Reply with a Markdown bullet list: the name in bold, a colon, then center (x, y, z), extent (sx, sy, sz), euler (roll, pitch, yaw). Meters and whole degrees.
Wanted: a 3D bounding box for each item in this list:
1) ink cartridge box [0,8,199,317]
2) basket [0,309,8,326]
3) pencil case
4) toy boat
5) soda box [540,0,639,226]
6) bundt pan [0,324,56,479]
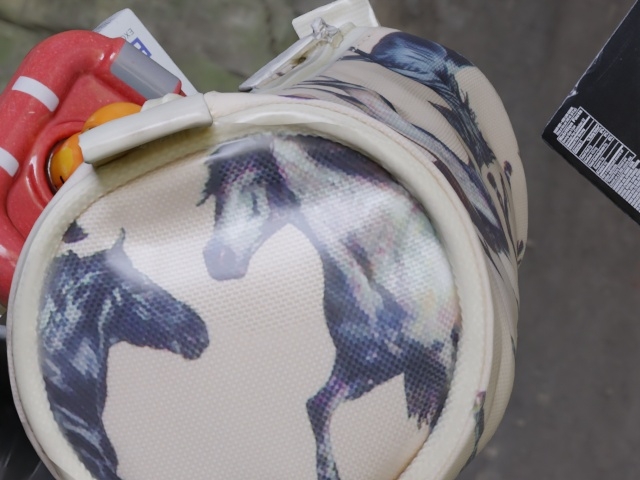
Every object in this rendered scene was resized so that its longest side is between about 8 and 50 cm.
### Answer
- **ink cartridge box**: center (-0.176, 0.013, 1.617), extent (0.071, 0.330, 0.324), euler (-24, 20, 53)
- **basket**: center (-0.113, 0.140, 1.158), extent (0.204, 0.227, 0.154), euler (-11, 38, 29)
- **pencil case**: center (0.000, 0.000, 0.753), extent (0.160, 0.183, 0.410), euler (-30, 4, 12)
- **toy boat**: center (-0.158, -0.050, 1.266), extent (0.151, 0.151, 0.231), euler (-28, 32, 55)
- **soda box**: center (0.142, -0.081, 0.550), extent (0.169, 0.053, 0.060), euler (-55, -22, 23)
- **bundt pan**: center (-0.190, 0.214, 0.914), extent (0.124, 0.331, 0.331), euler (141, 145, -64)
